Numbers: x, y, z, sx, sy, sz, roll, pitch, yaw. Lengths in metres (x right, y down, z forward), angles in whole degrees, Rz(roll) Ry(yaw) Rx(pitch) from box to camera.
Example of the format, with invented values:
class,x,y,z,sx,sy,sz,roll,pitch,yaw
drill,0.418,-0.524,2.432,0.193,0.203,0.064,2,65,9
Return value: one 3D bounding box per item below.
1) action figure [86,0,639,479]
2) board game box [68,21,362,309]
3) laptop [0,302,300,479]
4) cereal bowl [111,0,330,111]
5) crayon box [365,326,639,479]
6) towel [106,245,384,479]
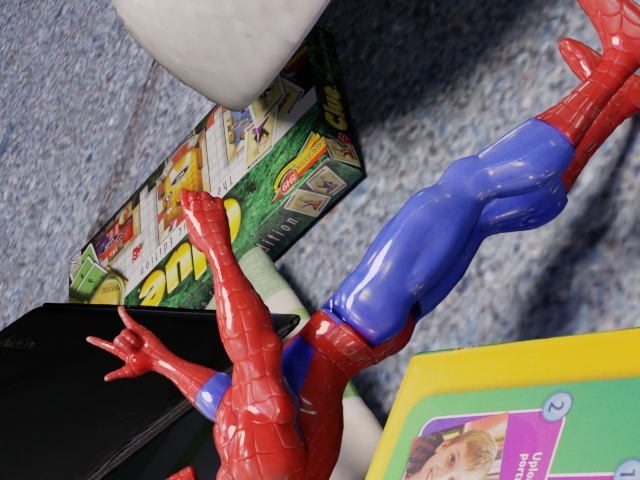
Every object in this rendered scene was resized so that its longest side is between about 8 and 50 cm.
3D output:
class,x,y,z,sx,sy,sz,roll,pitch,yaw
action figure,0.000,0.000,0.512,0.139,0.091,0.280,36,79,18
board game box,-0.076,-0.010,0.792,0.259,0.030,0.136,-43,39,29
laptop,-0.203,0.238,0.673,0.382,0.236,0.408,-4,85,60
cereal bowl,-0.022,-0.246,0.678,0.339,0.141,0.339,-58,13,21
crayon box,0.065,0.157,0.358,0.165,0.081,0.278,-12,44,46
towel,-0.041,0.176,0.606,0.248,0.038,0.325,-56,32,11
